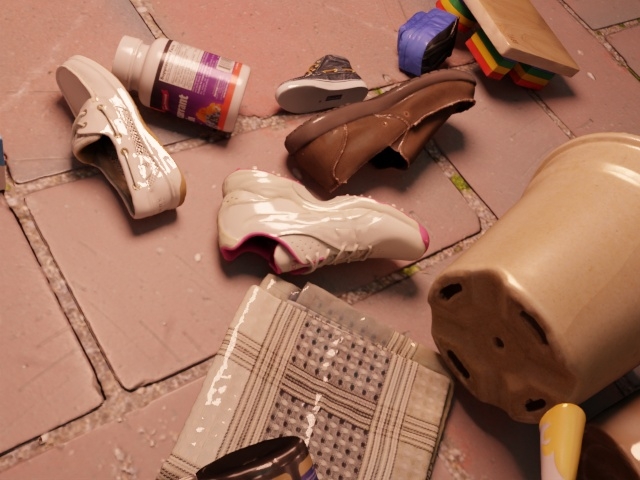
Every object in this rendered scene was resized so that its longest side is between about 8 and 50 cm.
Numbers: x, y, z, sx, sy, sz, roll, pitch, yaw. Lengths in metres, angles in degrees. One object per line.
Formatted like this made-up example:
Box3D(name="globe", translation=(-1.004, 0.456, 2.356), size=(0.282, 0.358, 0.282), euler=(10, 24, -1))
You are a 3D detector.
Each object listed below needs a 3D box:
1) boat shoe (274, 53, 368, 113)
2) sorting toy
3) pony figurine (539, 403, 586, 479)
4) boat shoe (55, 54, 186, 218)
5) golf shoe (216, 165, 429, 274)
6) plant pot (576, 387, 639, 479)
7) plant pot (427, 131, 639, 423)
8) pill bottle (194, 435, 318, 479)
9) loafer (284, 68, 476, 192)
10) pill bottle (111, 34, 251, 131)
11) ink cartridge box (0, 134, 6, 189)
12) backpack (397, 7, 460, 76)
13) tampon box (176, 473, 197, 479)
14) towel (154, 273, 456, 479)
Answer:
Box3D(name="boat shoe", translation=(-0.010, -0.270, 1.191), size=(0.183, 0.065, 0.083), euler=(-10, 59, -35))
Box3D(name="sorting toy", translation=(0.355, -0.420, 1.384), size=(0.257, 0.089, 0.255), euler=(0, 56, -42))
Box3D(name="pony figurine", translation=(0.199, 0.392, 0.659), size=(0.303, 0.351, 0.363), euler=(27, 32, -7))
Box3D(name="boat shoe", translation=(-0.300, -0.146, 0.964), size=(0.096, 0.098, 0.277), euler=(-30, 72, -35))
Box3D(name="golf shoe", translation=(0.000, 0.000, 0.981), size=(0.306, 0.115, 0.140), euler=(13, 61, -2))
Box3D(name="plant pot", translation=(0.487, 0.288, 0.857), size=(0.280, 0.323, 0.323), euler=(-12, 60, -10))
Box3D(name="plant pot", translation=(0.321, 0.069, 0.919), size=(0.305, 0.334, 0.334), euler=(-30, 71, -29))
Box3D(name="pill bottle", translation=(-0.039, 0.319, 0.691), size=(0.123, 0.123, 0.219), euler=(-16, 85, -30))
Box3D(name="loafer", translation=(0.115, -0.174, 1.145), size=(0.366, 0.134, 0.130), euler=(-25, 91, -23))
Box3D(name="pill bottle", translation=(-0.212, -0.243, 1.060), size=(0.194, 0.108, 0.108), euler=(17, 52, -9))
Box3D(name="ink cartridge box", translation=(-0.489, -0.094, 0.849), size=(0.181, 0.104, 0.061), euler=(-19, 65, -31))
Box3D(name="backpack", translation=(0.193, -0.370, 1.318), size=(0.101, 0.098, 0.120), euler=(26, 57, 25))
Box3D(name="tampon box", translation=(-0.155, 0.314, 0.653), size=(0.101, 0.161, 0.120), euler=(-13, 63, -28))
Box3D(name="towel", translation=(0.008, 0.211, 0.858), size=(0.312, 0.056, 0.324), euler=(26, 50, -2))
